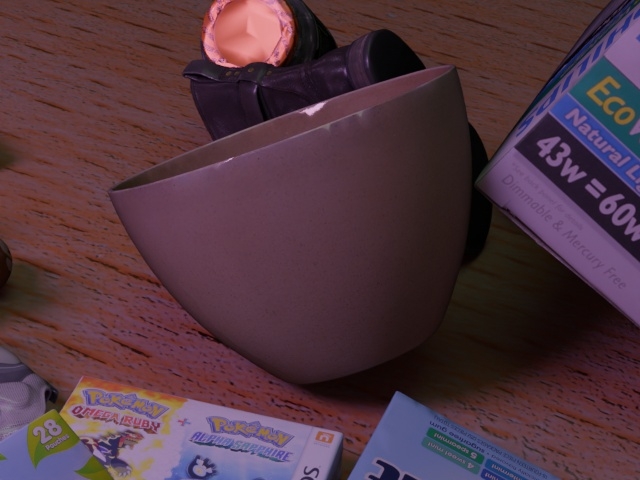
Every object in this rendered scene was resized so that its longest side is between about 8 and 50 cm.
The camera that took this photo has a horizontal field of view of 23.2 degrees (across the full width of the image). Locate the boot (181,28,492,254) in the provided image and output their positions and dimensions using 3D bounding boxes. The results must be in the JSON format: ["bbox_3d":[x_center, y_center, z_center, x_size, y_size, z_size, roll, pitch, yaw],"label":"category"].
[{"bbox_3d":[0.017,-0.082,1.442,0.229,0.263,0.091,-11,34,39],"label":"boot"}]

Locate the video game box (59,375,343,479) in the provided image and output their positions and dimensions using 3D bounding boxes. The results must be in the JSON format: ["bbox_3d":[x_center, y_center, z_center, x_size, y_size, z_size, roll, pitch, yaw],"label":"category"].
[{"bbox_3d":[-0.102,0.180,1.074,0.205,0.048,0.187,11,29,8],"label":"video game box"}]

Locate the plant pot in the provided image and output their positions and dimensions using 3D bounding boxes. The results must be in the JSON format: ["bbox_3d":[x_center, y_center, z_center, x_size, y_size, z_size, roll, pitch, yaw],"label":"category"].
[{"bbox_3d":[0.000,0.000,1.214,0.284,0.191,0.284,-19,8,3],"label":"plant pot"}]

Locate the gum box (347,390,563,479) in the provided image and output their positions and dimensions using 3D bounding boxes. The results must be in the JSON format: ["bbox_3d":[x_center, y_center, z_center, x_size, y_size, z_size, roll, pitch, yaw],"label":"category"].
[{"bbox_3d":[0.085,0.199,1.043,0.157,0.041,0.184,28,34,5],"label":"gum box"}]

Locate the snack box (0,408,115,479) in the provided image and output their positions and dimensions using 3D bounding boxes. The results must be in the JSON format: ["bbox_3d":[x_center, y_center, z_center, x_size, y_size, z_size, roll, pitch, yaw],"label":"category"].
[{"bbox_3d":[-0.159,0.224,0.887,0.207,0.070,0.174,47,43,10],"label":"snack box"}]

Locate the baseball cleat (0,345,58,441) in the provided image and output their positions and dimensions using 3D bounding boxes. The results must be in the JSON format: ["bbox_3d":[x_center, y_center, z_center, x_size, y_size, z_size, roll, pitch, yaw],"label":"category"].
[{"bbox_3d":[-0.267,0.138,1.092,0.109,0.072,0.206,28,41,21],"label":"baseball cleat"}]

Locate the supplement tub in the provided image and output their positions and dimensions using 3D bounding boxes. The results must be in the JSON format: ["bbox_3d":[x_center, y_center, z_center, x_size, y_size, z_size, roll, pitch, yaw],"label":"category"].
[{"bbox_3d":[-0.050,-0.188,1.551,0.117,0.117,0.190,13,-2,12],"label":"supplement tub"}]

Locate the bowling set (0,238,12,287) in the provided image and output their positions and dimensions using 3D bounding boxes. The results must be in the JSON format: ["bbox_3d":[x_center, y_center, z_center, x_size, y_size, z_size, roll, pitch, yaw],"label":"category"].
[{"bbox_3d":[-0.346,-0.008,1.239,0.287,0.154,0.200,29,38,33],"label":"bowling set"}]

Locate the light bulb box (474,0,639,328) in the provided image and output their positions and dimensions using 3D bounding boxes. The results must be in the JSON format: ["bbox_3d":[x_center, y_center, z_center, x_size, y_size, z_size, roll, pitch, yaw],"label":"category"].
[{"bbox_3d":[0.368,-0.068,1.262,0.358,0.225,0.361,42,36,0],"label":"light bulb box"}]
